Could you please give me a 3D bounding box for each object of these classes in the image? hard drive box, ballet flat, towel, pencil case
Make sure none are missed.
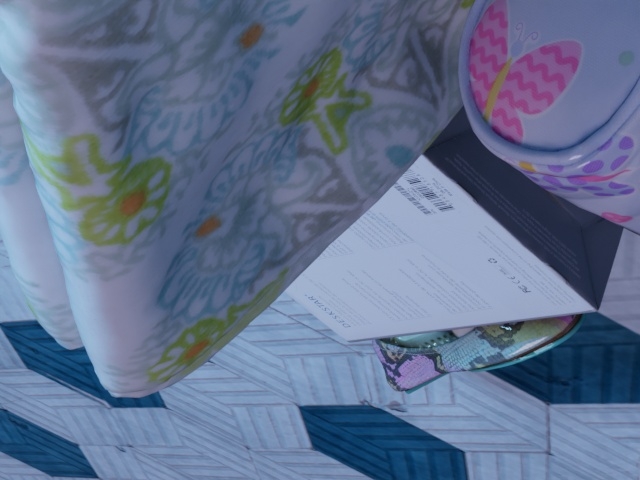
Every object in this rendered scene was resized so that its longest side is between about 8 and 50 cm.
[{"bbox_3d":[0.051,-0.023,1.032,0.232,0.089,0.181,-11,138,47],"label":"hard drive box"},{"bbox_3d":[0.102,0.061,1.180,0.079,0.077,0.221,50,148,-9],"label":"ballet flat"},{"bbox_3d":[-0.005,-0.115,0.655,0.090,0.320,0.374,38,158,19],"label":"towel"},{"bbox_3d":[0.185,-0.056,0.754,0.113,0.124,0.273,-13,158,40],"label":"pencil case"}]
